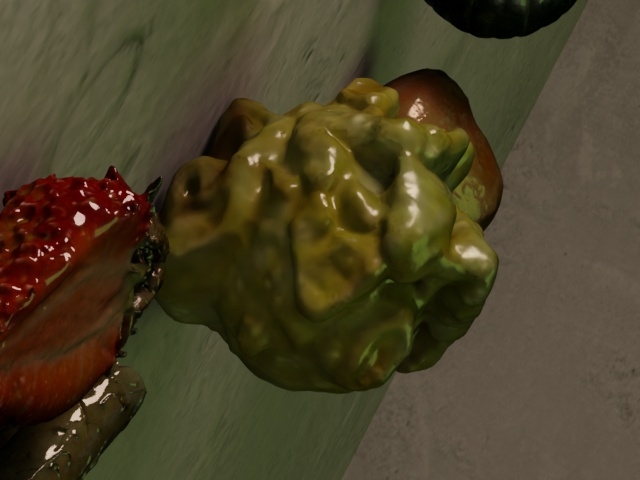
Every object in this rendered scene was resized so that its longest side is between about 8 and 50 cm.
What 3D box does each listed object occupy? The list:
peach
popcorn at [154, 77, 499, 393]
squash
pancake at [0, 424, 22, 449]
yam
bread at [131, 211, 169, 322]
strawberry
[{"bbox_3d":[0.110,-0.083,1.990,0.214,0.214,0.236,-42,147,-63],"label":"peach"},{"bbox_3d":[0.018,-0.002,1.518,0.312,0.312,0.312,-61,167,-24],"label":"popcorn"},{"bbox_3d":[0.197,-0.324,1.892,0.172,0.218,0.218,129,-15,-86],"label":"squash"},{"bbox_3d":[-0.255,0.161,1.278,0.152,0.025,0.152,-57,169,-18],"label":"pancake"},{"bbox_3d":[-0.233,0.199,1.236,0.317,0.067,0.071,-51,156,-42],"label":"yam"},{"bbox_3d":[-0.156,0.021,1.363,0.082,0.060,0.113,-26,137,-68],"label":"bread"},{"bbox_3d":[-0.201,0.053,1.139,0.228,0.098,0.174,-51,157,-45],"label":"strawberry"}]
